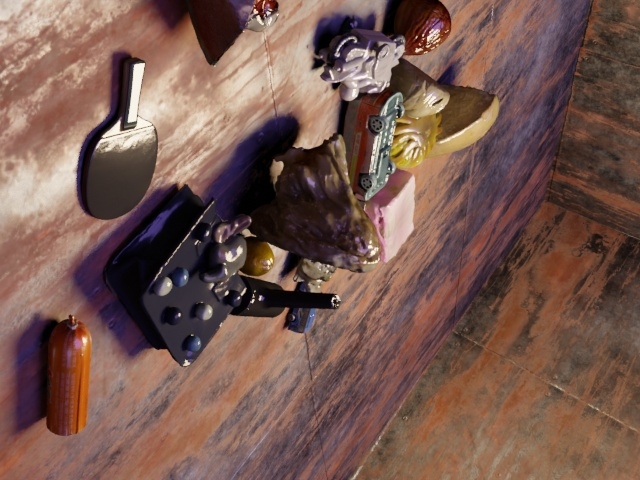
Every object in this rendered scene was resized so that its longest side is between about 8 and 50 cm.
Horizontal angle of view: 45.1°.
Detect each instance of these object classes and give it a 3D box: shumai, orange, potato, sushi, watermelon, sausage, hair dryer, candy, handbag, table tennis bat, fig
[{"bbox_3d":[0.019,-0.088,1.598,0.267,0.314,0.263,10,102,-51],"label":"shumai"},{"bbox_3d":[-0.141,0.035,1.638,0.085,0.095,0.085,-44,155,-27],"label":"orange"},{"bbox_3d":[0.370,-0.292,2.195,0.264,0.189,0.211,-54,154,-19],"label":"potato"},{"bbox_3d":[0.015,0.014,1.911,0.109,0.134,0.273,-113,-144,-81],"label":"sushi"},{"bbox_3d":[-0.163,-0.354,1.158,0.202,0.136,0.207,-82,-172,-62],"label":"watermelon"},{"bbox_3d":[-0.424,0.221,1.299,0.071,0.071,0.234,-29,139,-50],"label":"sausage"},{"bbox_3d":[-0.076,0.132,1.691,0.197,0.251,0.089,23,71,-67],"label":"hair dryer"},{"bbox_3d":[0.178,-0.075,2.133,0.155,0.115,0.265,-52,155,-28],"label":"candy"},{"bbox_3d":[-0.239,0.067,1.464,0.269,0.118,0.326,-52,156,-23],"label":"handbag"},{"bbox_3d":[-0.308,-0.154,1.214,0.154,0.021,0.274,-29,141,-52],"label":"table tennis bat"},{"bbox_3d":[0.205,-0.470,1.785,0.201,0.133,0.146,-48,143,-12],"label":"fig"}]

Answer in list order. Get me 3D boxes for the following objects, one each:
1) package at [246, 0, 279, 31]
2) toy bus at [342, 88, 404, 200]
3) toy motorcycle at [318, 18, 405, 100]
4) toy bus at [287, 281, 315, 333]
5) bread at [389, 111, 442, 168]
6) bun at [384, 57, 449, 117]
[{"bbox_3d":[-0.111,-0.447,1.283,0.166,0.040,0.232,-26,136,-52],"label":"package"},{"bbox_3d":[0.115,-0.239,1.833,0.121,0.119,0.265,-41,147,-46],"label":"toy bus"},{"bbox_3d":[0.089,-0.378,1.675,0.260,0.110,0.171,-18,142,-50],"label":"toy motorcycle"},{"bbox_3d":[-0.040,0.171,2.012,0.051,0.061,0.153,-24,134,-62],"label":"toy bus"},{"bbox_3d":[0.237,-0.292,2.003,0.213,0.104,0.214,-14,113,-38],"label":"bread"},{"bbox_3d":[0.221,-0.357,1.867,0.113,0.166,0.173,-54,-176,19],"label":"bun"}]
